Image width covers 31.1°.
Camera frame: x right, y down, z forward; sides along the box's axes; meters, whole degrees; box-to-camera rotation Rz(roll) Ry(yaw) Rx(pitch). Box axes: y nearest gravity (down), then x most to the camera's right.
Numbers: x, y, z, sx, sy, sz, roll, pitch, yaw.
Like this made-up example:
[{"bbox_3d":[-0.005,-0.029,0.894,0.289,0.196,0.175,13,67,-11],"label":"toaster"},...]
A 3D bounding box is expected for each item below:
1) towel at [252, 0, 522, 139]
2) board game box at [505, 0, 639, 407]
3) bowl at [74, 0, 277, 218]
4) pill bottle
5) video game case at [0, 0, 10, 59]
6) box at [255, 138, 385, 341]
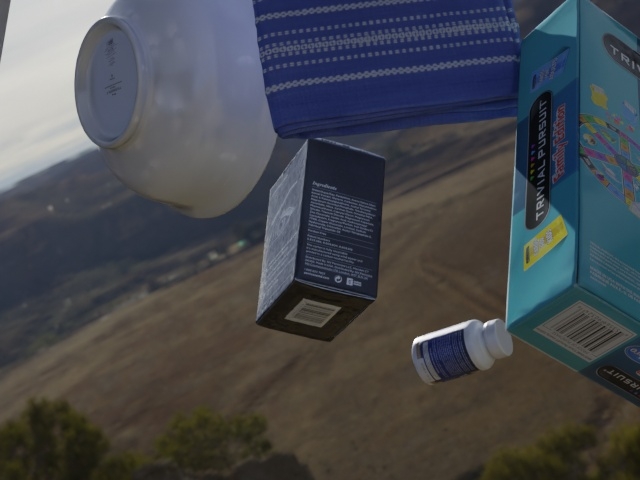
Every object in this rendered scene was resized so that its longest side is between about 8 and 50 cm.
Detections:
[{"bbox_3d":[0.052,-0.258,1.096,0.243,0.336,0.040,-8,-20,-4],"label":"towel"},{"bbox_3d":[0.280,-0.017,0.959,0.079,0.254,0.336,-41,28,42],"label":"board game box"},{"bbox_3d":[-0.181,-0.171,1.273,0.134,0.298,0.298,-3,-11,-41],"label":"bowl"},{"bbox_3d":[0.185,0.141,1.487,0.120,0.067,0.067,-21,8,29],"label":"pill bottle"},{"bbox_3d":[-0.321,-0.132,0.869,0.173,0.190,0.022,-4,-22,17],"label":"video game case"},{"bbox_3d":[0.000,0.000,1.441,0.108,0.207,0.153,15,-29,-16],"label":"box"}]
